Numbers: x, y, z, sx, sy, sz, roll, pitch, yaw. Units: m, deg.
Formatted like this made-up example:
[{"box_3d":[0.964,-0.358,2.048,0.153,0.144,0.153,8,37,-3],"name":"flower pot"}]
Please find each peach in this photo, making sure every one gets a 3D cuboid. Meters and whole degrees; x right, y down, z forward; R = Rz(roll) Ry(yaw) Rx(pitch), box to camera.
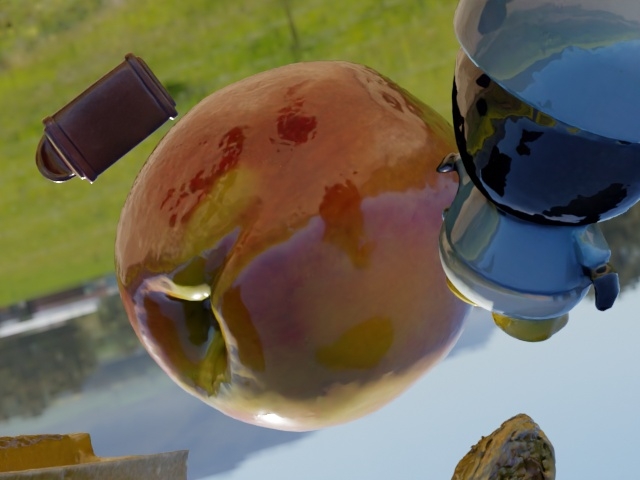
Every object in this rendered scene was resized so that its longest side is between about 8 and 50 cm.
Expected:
[{"box_3d":[0.000,0.000,1.453,0.332,0.308,0.308,-28,-174,-36],"name":"peach"}]

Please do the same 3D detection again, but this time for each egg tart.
[{"box_3d":[0.125,0.185,1.306,0.049,0.129,0.129,17,-161,36],"name":"egg tart"}]

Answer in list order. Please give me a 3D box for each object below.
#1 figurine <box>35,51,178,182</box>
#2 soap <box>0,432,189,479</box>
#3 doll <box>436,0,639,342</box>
[{"box_3d":[-0.234,-0.123,1.845,0.154,0.082,0.098,-38,-163,-5],"name":"figurine"},{"box_3d":[-0.256,0.211,1.250,0.259,0.143,0.281,-12,170,31],"name":"soap"},{"box_3d":[0.155,-0.080,1.130,0.141,0.177,0.314,-25,142,-38],"name":"doll"}]
